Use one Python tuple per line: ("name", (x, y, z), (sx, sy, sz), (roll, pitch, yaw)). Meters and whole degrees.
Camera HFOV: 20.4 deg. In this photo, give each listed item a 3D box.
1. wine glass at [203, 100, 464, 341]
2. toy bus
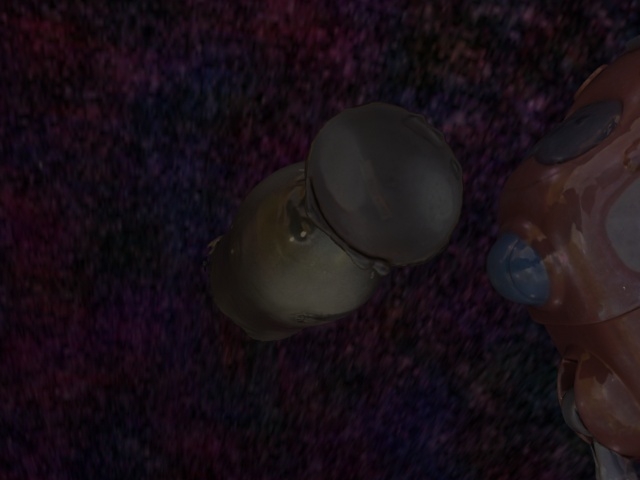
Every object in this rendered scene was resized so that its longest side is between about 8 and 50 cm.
("wine glass", (0.000, 0.000, 1.066), (0.103, 0.222, 0.103), (6, 72, -19))
("toy bus", (0.234, 0.019, 1.163), (0.232, 0.197, 0.294), (-29, 97, -12))
